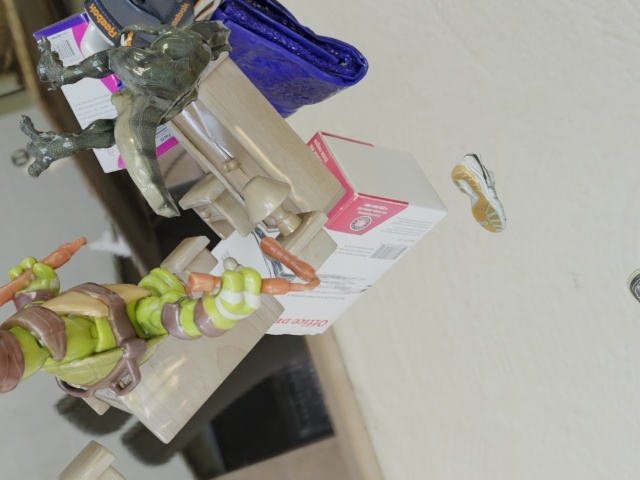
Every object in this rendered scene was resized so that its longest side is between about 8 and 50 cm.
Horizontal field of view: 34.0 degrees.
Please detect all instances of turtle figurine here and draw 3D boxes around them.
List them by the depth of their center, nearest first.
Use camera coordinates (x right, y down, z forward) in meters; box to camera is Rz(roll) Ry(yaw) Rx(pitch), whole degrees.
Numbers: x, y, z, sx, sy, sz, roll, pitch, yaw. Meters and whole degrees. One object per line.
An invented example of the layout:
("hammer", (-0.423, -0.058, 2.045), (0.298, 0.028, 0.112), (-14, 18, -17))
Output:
("turtle figurine", (-0.152, 0.052, 0.615), (0.217, 0.269, 0.087), (-13, -78, -52))

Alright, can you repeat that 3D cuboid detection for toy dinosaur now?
("toy dinosaur", (-0.126, -0.091, 0.667), (0.268, 0.118, 0.064), (-84, -13, -57))

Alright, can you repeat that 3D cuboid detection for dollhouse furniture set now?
("dollhouse furniture set", (-0.170, 0.023, 0.900), (0.174, 0.355, 0.303), (48, 158, -17))

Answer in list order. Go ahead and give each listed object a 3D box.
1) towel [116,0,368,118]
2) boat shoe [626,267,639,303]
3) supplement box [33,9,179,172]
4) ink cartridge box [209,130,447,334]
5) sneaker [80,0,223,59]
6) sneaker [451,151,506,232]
("towel", (-0.115, -0.212, 1.331), (0.308, 0.227, 0.076), (-16, 52, 54))
("boat shoe", (0.447, 0.087, 1.304), (0.152, 0.056, 0.049), (32, -159, -17))
("supplement box", (-0.286, -0.222, 1.481), (0.114, 0.111, 0.220), (-43, -64, -46))
("ink cartridge box", (0.000, 0.000, 1.201), (0.172, 0.237, 0.100), (7, -135, -48))
("sneaker", (-0.169, -0.269, 1.074), (0.126, 0.127, 0.321), (54, 151, 10))
("sneaker", (0.152, -0.045, 0.956), (0.032, 0.037, 0.083), (-3, 131, 41))
